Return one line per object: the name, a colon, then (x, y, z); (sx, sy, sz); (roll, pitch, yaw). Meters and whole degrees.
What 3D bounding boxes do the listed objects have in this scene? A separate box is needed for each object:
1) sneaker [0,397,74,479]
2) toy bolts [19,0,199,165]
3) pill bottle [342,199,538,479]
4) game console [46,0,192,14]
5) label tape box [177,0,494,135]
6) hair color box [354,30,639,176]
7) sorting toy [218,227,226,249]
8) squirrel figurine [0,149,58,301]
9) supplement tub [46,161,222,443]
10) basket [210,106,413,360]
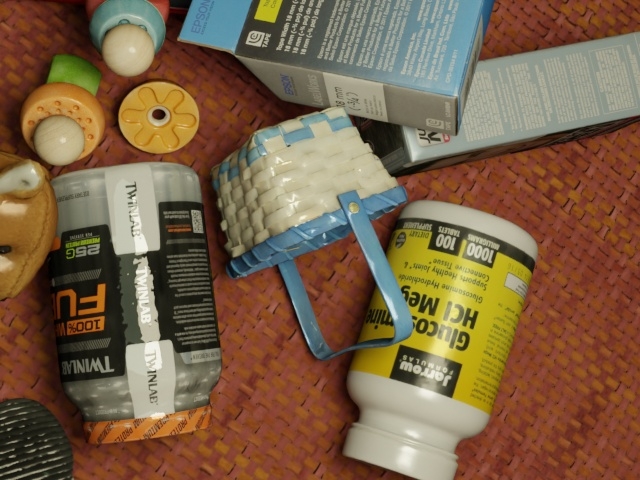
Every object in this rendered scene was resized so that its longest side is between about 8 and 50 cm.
sneaker: (-0.336, 0.351, 1.433); (0.123, 0.146, 0.330); (-11, 61, -22)
toy bolts: (-0.231, -0.178, 1.445); (0.218, 0.158, 0.228); (17, 119, -19)
pill bottle: (0.143, 0.132, 1.533); (0.188, 0.188, 0.333); (20, 79, -11)
game console: (-0.239, -0.455, 1.528); (0.387, 0.060, 0.341); (6, 83, 2)
label tape box: (0.031, -0.282, 1.448); (0.334, 0.106, 0.240); (13, 71, 12)
hair color box: (0.251, -0.175, 1.597); (0.375, 0.185, 0.113); (-12, 87, -15)
sorting toy: (-0.099, -0.027, 1.574); (0.102, 0.042, 0.061); (-42, 110, -26)
squirrel figurine: (-0.469, -0.089, 1.283); (0.371, 0.281, 0.396); (-2, 88, -7)
supplement tub: (-0.222, 0.075, 1.448); (0.194, 0.193, 0.315); (-7, 85, -14)
basket: (0.000, 0.000, 1.462); (0.201, 0.255, 0.288); (-17, 88, -27)
